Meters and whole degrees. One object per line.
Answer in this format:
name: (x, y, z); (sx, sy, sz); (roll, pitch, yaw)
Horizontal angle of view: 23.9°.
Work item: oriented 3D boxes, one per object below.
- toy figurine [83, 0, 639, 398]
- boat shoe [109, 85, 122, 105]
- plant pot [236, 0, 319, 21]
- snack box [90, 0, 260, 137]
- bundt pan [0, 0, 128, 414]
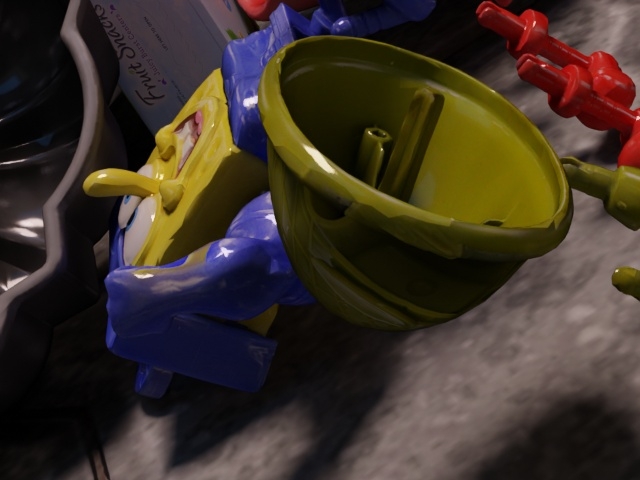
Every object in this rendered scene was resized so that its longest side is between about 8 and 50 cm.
toy figurine: (0.000, 0.000, 0.579); (0.217, 0.191, 0.362); (-56, 24, 22)
boat shoe: (-0.184, -0.122, 0.968); (0.116, 0.097, 0.324); (-47, 15, 9)
plant pot: (0.054, -0.270, 0.814); (0.243, 0.275, 0.275); (-13, 22, -10)
snack box: (-0.097, -0.146, 0.861); (0.070, 0.174, 0.207); (-31, 23, 6)
bundt pan: (-0.236, -0.032, 0.707); (0.331, 0.331, 0.124); (-30, -20, 4)
